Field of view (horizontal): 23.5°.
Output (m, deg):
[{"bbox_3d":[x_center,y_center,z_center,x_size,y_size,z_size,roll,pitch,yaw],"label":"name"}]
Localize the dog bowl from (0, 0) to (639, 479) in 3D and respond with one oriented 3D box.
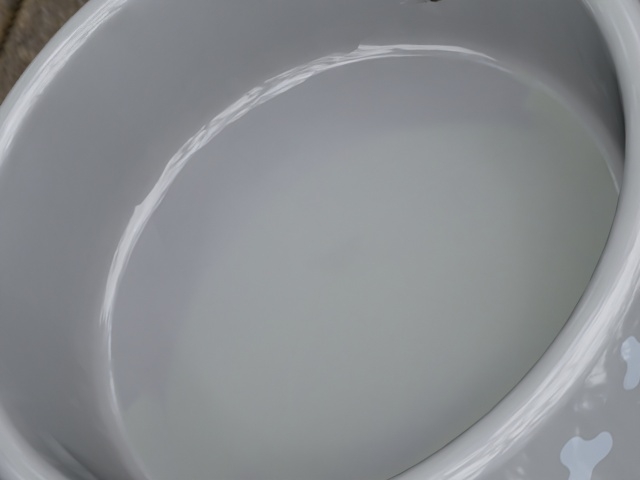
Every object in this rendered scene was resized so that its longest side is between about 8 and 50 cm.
[{"bbox_3d":[0.000,0.000,0.628,0.349,0.349,0.102,-41,142,-1],"label":"dog bowl"}]
